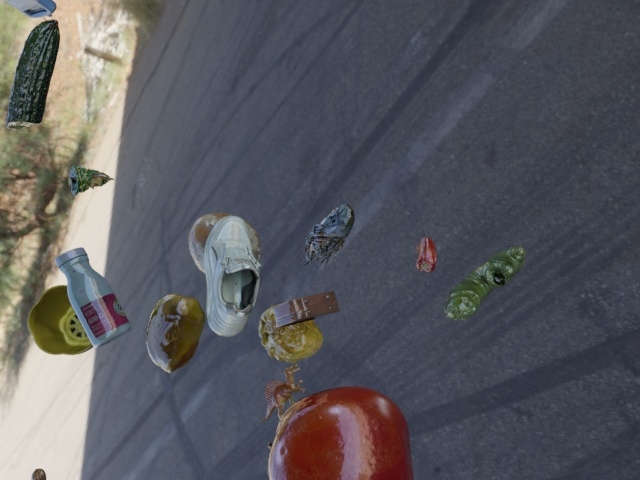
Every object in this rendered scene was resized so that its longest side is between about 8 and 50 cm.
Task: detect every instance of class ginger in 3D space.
[{"bbox_3d":[0.407,0.104,1.356,0.089,0.290,0.137,62,160,-10],"label":"ginger"}]

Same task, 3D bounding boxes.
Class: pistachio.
[{"bbox_3d":[-0.306,0.184,1.146,0.100,0.110,0.189,-46,-25,-61],"label":"pistachio"}]

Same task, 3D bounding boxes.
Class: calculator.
[{"bbox_3d":[-0.815,-0.669,1.471,0.121,0.210,0.039,6,76,30],"label":"calculator"}]

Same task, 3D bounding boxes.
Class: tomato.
[{"bbox_3d":[0.042,0.455,1.116,0.290,0.325,0.293,-10,51,11],"label":"tomato"}]

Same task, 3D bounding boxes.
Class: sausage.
[{"bbox_3d":[-0.488,0.428,0.948,0.026,0.026,0.116,-105,29,-42],"label":"sausage"}]

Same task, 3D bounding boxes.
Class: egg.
[{"bbox_3d":[-0.274,0.016,1.563,0.195,0.233,0.195,-26,40,24],"label":"egg"}]

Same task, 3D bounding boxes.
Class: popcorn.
[{"bbox_3d":[-0.096,0.324,1.893,0.190,0.253,0.191,-9,69,47],"label":"popcorn"}]

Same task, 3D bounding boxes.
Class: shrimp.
[{"bbox_3d":[0.001,-0.002,2.078,0.372,0.172,0.137,-56,36,31],"label":"shrimp"}]

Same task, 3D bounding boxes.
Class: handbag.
[{"bbox_3d":[-0.050,0.217,1.706,0.151,0.193,0.072,-25,78,44],"label":"handbag"}]

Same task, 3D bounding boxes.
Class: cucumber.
[{"bbox_3d":[-0.652,-0.374,1.240,0.077,0.077,0.265,29,105,58],"label":"cucumber"}]

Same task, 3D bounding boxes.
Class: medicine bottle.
[{"bbox_3d":[-0.510,0.124,1.217,0.090,0.090,0.216,-33,85,46],"label":"medicine bottle"}]

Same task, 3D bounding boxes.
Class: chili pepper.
[{"bbox_3d":[0.344,0.050,1.780,0.073,0.070,0.123,-25,33,27],"label":"chili pepper"}]

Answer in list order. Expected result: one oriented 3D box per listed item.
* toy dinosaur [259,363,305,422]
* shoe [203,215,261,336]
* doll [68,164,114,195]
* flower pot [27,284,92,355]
[{"bbox_3d":[-0.132,0.492,1.723,0.212,0.142,0.057,-29,15,4],"label":"toy dinosaur"},{"bbox_3d":[-0.205,0.066,1.329,0.159,0.124,0.316,-37,52,56],"label":"shoe"},{"bbox_3d":[-0.617,-0.174,1.463,0.078,0.113,0.076,-10,105,54],"label":"doll"},{"bbox_3d":[-0.686,0.227,1.524,0.179,0.195,0.195,131,149,-73],"label":"flower pot"}]
